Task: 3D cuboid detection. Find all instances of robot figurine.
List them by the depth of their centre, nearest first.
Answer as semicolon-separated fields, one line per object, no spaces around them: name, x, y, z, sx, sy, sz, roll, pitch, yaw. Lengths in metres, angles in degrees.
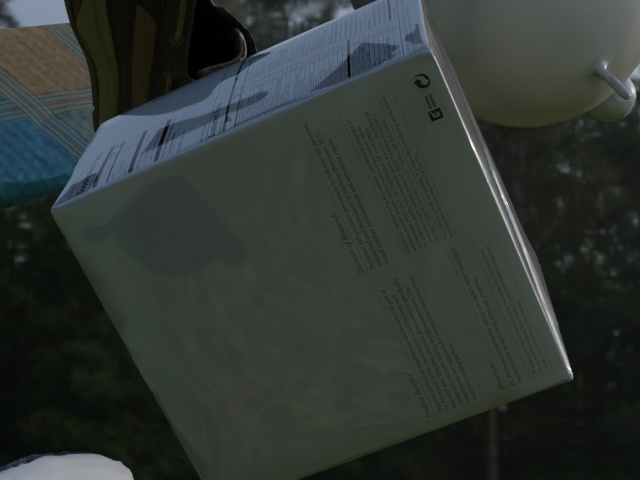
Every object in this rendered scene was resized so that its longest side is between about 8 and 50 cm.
robot figurine;0.140;-0.210;1.079;0.300;0.200;0.353;39;8;-26

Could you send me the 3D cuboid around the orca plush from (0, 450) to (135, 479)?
orca plush;-0.146;0.185;0.441;0.102;0.287;0.151;-32;-60;30

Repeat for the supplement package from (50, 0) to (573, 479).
supplement package;0.000;0.000;0.735;0.203;0.194;0.149;-22;21;10

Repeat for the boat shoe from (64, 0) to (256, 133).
boat shoe;-0.129;-0.148;1.193;0.130;0.132;0.355;6;-32;9

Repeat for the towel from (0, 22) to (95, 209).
towel;-0.295;-0.143;1.441;0.370;0.271;0.040;-17;-39;-49
